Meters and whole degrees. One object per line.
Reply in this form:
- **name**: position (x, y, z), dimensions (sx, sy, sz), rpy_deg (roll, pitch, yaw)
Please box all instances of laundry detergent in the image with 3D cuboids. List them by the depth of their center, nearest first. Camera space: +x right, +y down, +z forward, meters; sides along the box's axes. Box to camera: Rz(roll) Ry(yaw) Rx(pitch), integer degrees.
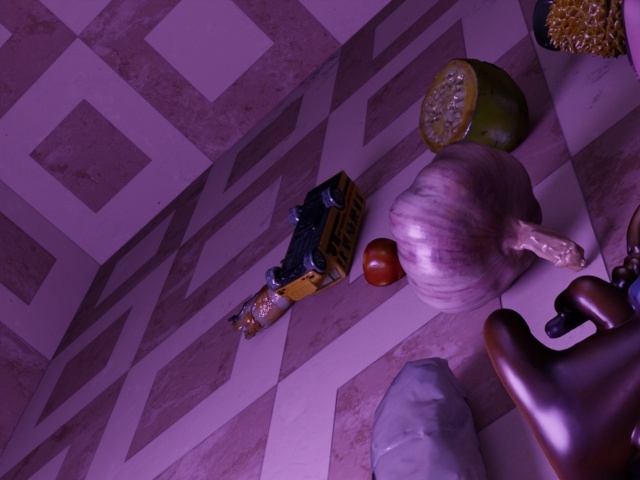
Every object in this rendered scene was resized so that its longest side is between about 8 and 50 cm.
- **laundry detergent**: position (0.466, -0.458, 1.927), dimensions (0.078, 0.144, 0.221), rpy_deg (20, 55, 24)

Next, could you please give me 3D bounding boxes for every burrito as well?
- **burrito**: position (0.127, 0.280, 1.207), dimensions (0.139, 0.101, 0.445), rpy_deg (-28, 21, 10)

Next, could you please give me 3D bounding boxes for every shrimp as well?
- **shrimp**: position (-0.075, 0.077, 2.207), dimensions (0.185, 0.068, 0.287), rpy_deg (-33, 20, 34)

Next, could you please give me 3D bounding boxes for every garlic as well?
- **garlic**: position (0.245, -0.003, 1.442), dimensions (0.253, 0.245, 0.245), rpy_deg (18, 62, 37)

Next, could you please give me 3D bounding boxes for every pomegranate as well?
- **pomegranate**: position (0.284, -0.196, 1.843), dimensions (0.190, 0.159, 0.240), rpy_deg (-37, 46, 53)

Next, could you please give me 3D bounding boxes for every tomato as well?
- **tomato**: position (0.113, 0.038, 1.830), dimensions (0.075, 0.087, 0.087), rpy_deg (0, 36, 17)

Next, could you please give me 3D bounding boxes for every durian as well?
- **durian**: position (0.496, -0.378, 1.776), dimensions (0.193, 0.138, 0.237), rpy_deg (-48, -25, 9)

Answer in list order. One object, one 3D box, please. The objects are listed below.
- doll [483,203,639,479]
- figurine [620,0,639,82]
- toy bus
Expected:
- **doll**: position (0.336, 0.100, 1.011), dimensions (0.340, 0.209, 0.318), rpy_deg (-44, 49, 13)
- **figurine**: position (0.581, -0.361, 1.422), dimensions (0.316, 0.206, 0.284), rpy_deg (-14, 47, 53)
- **toy bus**: position (0.000, 0.000, 2.100), dimensions (0.121, 0.123, 0.335), rpy_deg (-28, 27, 31)
